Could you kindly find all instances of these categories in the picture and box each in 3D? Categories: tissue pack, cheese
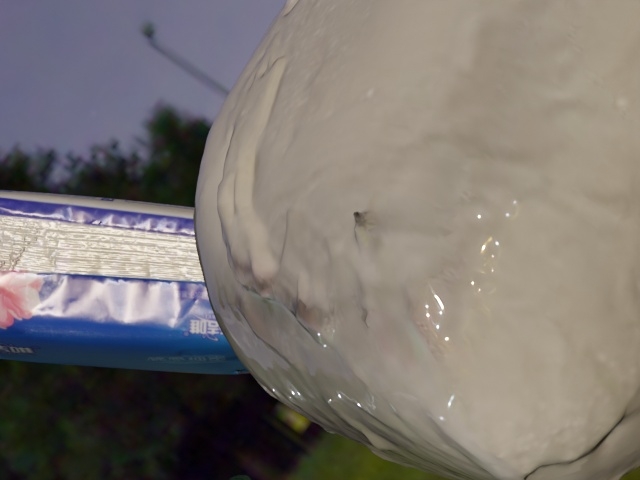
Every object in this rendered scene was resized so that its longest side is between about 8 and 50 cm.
[{"bbox_3d":[-0.175,0.043,1.438,0.209,0.270,0.137,86,-169,-76],"label":"tissue pack"},{"bbox_3d":[0.054,-0.022,0.485,0.189,0.154,0.198,-4,57,58],"label":"cheese"}]

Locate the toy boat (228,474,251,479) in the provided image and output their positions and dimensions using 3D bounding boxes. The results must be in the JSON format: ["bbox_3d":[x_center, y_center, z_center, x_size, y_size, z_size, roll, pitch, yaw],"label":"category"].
[{"bbox_3d":[-0.066,0.241,1.023,0.052,0.104,0.210,73,-155,-45],"label":"toy boat"}]
